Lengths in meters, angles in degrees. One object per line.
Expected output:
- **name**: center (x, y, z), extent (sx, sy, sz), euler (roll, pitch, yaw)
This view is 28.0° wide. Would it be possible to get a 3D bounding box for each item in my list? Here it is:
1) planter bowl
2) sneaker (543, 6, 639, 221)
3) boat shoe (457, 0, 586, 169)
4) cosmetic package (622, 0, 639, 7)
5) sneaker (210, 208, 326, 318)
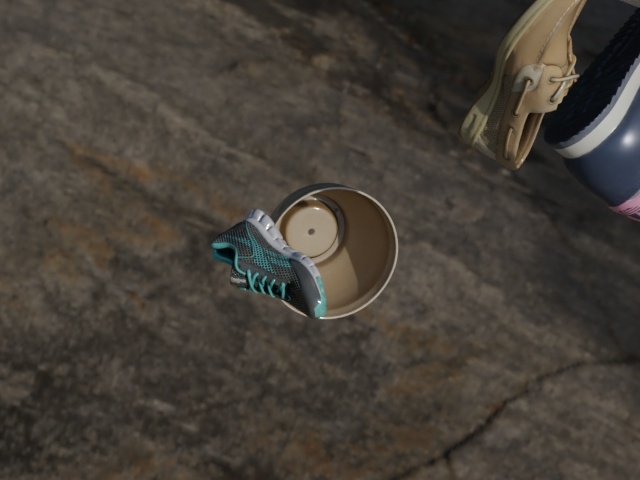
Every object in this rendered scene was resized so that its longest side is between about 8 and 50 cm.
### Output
- **planter bowl**: center (0.000, 0.000, 1.545), extent (0.162, 0.162, 0.109), euler (12, 14, -20)
- **sneaker**: center (0.337, -0.151, 1.196), extent (0.131, 0.319, 0.112), euler (49, -21, -14)
- **boat shoe**: center (0.297, -0.229, 1.727), extent (0.110, 0.341, 0.121), euler (40, 56, 12)
- **cosmetic package**: center (0.537, -0.378, 1.652), extent (0.384, 0.156, 0.217), euler (23, -16, 11)
- **sneaker**: center (-0.056, 0.036, 1.341), extent (0.076, 0.065, 0.166), euler (-26, 44, -23)
